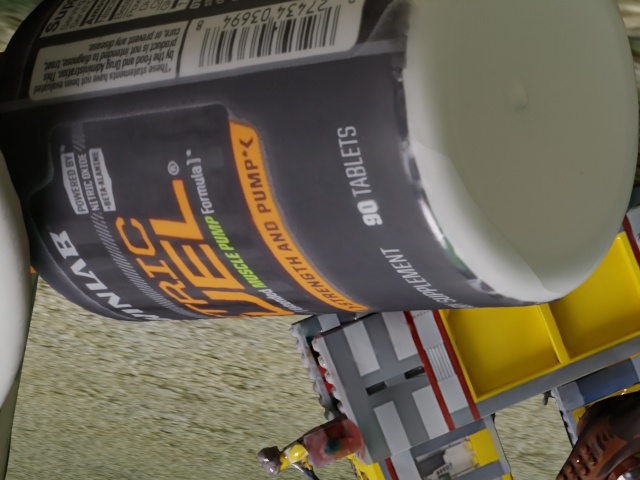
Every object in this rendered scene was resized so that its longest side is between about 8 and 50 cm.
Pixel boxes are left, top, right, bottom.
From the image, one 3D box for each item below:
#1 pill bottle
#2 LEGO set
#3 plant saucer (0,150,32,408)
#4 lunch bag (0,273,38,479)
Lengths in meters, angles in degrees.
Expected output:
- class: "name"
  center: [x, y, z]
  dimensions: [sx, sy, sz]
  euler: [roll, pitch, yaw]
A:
- class: "pill bottle"
  center: [-0.025, -0.037, 0.656]
  dimensions: [0.246, 0.130, 0.130]
  euler: [-4, 160, 40]
- class: "LEGO set"
  center: [0.081, 0.098, 0.770]
  dimensions: [0.192, 0.255, 0.331]
  euler: [-22, -169, -6]
- class: "plant saucer"
  center: [-0.281, -0.054, 0.647]
  dimensions: [0.400, 0.100, 0.400]
  euler: [9, 140, 8]
- class: "lunch bag"
  center: [-0.243, 0.088, 0.911]
  dimensions: [0.212, 0.305, 0.256]
  euler: [7, 164, 10]
